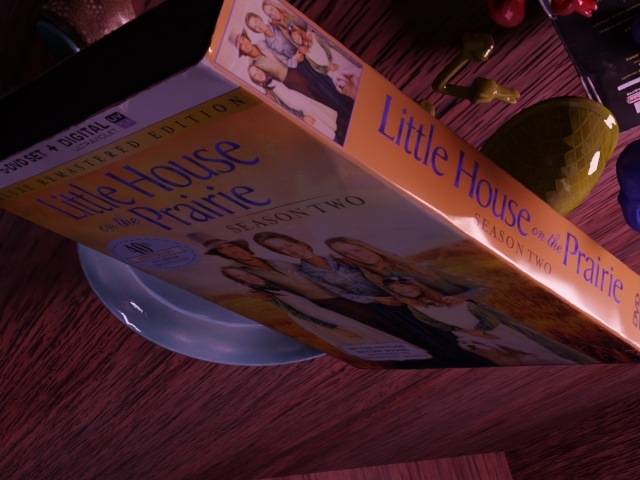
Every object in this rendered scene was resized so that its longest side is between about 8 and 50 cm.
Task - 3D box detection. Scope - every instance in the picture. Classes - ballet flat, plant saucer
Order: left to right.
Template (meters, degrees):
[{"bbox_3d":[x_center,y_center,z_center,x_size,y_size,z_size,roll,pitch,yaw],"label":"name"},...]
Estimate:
[{"bbox_3d":[-0.139,-0.107,0.602,0.067,0.073,0.206,-48,165,-19],"label":"ballet flat"},{"bbox_3d":[-0.064,0.002,0.783,0.318,0.043,0.317,-2,132,-2],"label":"plant saucer"}]

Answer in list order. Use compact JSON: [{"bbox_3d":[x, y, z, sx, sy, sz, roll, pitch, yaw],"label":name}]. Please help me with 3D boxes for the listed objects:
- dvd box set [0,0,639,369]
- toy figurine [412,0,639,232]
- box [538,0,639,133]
[{"bbox_3d":[0.000,0.000,0.587,0.308,0.062,0.420,-10,149,45],"label":"dvd box set"},{"bbox_3d":[0.208,-0.059,0.495,0.191,0.217,0.362,13,140,-30],"label":"toy figurine"},{"bbox_3d":[0.297,-0.221,0.537,0.322,0.079,0.257,-25,146,23],"label":"box"}]
